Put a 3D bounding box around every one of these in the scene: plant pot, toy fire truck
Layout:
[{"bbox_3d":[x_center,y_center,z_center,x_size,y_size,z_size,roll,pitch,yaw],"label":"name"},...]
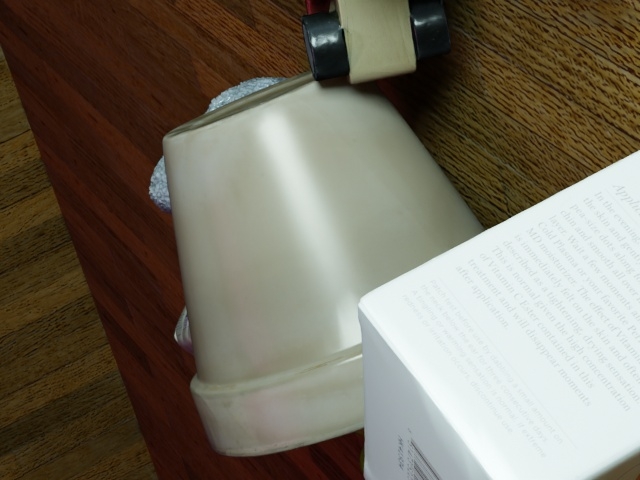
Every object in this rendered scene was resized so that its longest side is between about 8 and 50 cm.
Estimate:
[{"bbox_3d":[0.000,0.000,1.743,0.280,0.323,0.323,68,162,-9],"label":"plant pot"},{"bbox_3d":[0.001,-0.271,1.668,0.246,0.158,0.217,-107,5,-60],"label":"toy fire truck"}]

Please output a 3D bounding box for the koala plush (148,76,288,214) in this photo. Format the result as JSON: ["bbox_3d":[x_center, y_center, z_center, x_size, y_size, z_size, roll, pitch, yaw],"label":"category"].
[{"bbox_3d":[-0.017,-0.050,1.989,0.221,0.203,0.196,28,168,37],"label":"koala plush"}]

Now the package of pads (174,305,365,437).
[{"bbox_3d":[0.002,0.123,2.033,0.296,0.101,0.229,25,170,-6],"label":"package of pads"}]

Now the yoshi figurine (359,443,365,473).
[{"bbox_3d":[0.180,0.193,1.771,0.362,0.203,0.203,7,104,56],"label":"yoshi figurine"}]

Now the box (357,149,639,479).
[{"bbox_3d":[0.211,0.073,1.179,0.168,0.345,0.215,53,160,31],"label":"box"}]
